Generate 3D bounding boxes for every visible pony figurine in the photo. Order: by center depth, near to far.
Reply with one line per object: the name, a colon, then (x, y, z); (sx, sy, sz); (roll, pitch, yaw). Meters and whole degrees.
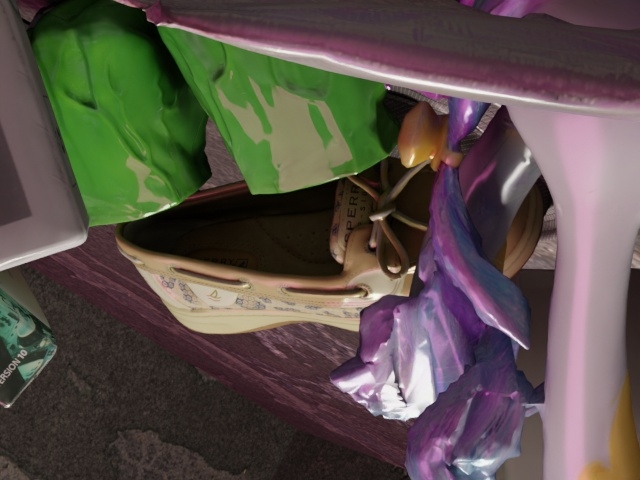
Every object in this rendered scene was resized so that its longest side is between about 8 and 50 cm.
pony figurine: (0.106, -0.058, 0.472); (0.351, 0.302, 0.363); (8, 132, 5)

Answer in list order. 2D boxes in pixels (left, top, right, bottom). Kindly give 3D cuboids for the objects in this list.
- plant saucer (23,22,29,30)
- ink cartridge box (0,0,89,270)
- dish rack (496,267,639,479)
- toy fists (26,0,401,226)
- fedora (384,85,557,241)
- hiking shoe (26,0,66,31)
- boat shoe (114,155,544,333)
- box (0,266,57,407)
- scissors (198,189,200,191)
plant saucer: (-0.324, -0.128, 1.505); (0.401, 0.100, 0.400); (25, 167, 6)
ink cartridge box: (-0.224, -0.145, 0.908); (0.385, 0.091, 0.308); (-143, 34, -82)
dish rack: (0.221, 0.125, 0.923); (0.286, 0.332, 0.072); (2, 128, 1)
toy fists: (-0.081, -0.103, 0.938); (0.279, 0.096, 0.142); (-8, 120, 34)
fedora: (0.058, -0.021, 1.090); (0.244, 0.124, 0.275); (32, 167, -24)
hiking shoe: (-0.170, -0.120, 1.130); (0.113, 0.132, 0.304); (31, 165, -18)
boat shoe: (0.000, 0.000, 0.950); (0.285, 0.104, 0.089); (-13, 144, 29)
box: (-0.318, -0.038, 0.930); (0.322, 0.058, 0.232); (38, 179, -23)
scissors: (-0.069, -0.013, 1.062); (0.297, 0.021, 0.109); (25, 155, 18)
